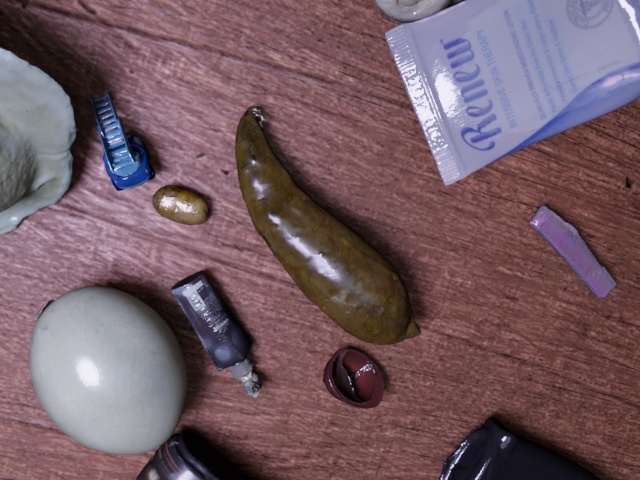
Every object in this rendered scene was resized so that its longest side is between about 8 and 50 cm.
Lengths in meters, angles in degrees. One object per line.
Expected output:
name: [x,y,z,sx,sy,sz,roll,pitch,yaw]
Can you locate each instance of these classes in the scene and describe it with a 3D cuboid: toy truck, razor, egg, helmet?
toy truck: [-0.280,-0.137,0.769,0.063,0.074,0.136,-24,63,-7]
razor: [0.369,0.461,0.970,0.349,0.113,0.204,33,92,-13]
egg: [-0.284,0.179,0.757,0.186,0.186,0.253,-32,102,-3]
helmet: [0.043,0.228,0.894,0.111,0.057,0.089,34,50,-19]

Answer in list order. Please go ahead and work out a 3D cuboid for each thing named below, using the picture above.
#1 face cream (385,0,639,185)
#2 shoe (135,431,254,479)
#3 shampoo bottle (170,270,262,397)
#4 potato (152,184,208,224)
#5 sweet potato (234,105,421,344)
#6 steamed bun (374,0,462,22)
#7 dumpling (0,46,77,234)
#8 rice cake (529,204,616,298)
face cream: [0.326,-0.265,0.759,0.420,0.137,0.235,-22,101,11]
shoe: [-0.158,0.495,0.846,0.384,0.171,0.237,44,83,-13]
shampoo bottle: [-0.149,0.146,0.841,0.057,0.063,0.208,-27,105,7]
potato: [-0.203,-0.051,0.806,0.083,0.040,0.051,22,108,-13]
sweet potato: [-0.005,0.002,0.816,0.130,0.130,0.423,-40,96,-1]
steamed bun: [0.151,-0.430,0.754,0.211,0.144,0.218,-13,134,-1]
dumpling: [-0.447,-0.121,0.638,0.269,0.320,0.212,22,82,3]
rice cake: [0.427,0.020,0.940,0.206,0.036,0.047,45,80,-15]
